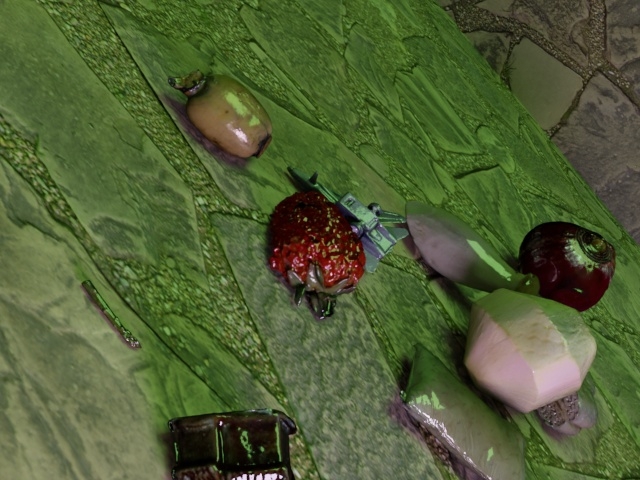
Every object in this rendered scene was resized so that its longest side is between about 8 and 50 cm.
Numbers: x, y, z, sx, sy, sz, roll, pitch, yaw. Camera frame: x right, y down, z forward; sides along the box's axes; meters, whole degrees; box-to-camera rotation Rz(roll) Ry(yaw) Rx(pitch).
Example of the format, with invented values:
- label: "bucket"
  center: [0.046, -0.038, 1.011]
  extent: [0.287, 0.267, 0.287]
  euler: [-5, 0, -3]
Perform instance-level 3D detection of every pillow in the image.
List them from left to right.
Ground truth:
- label: "pillow"
  center: [0.257, 0.318, 1.358]
  extent: [0.302, 0.075, 0.185]
  euler: [43, 28, -10]

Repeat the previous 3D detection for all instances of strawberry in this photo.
- label: "strawberry"
  center: [0.000, 0.000, 1.374]
  extent: [0.188, 0.106, 0.286]
  euler: [25, 36, -36]

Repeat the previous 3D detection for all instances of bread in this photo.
- label: "bread"
  center: [0.511, 0.275, 1.719]
  extent: [0.183, 0.102, 0.337]
  euler: [21, 37, -44]

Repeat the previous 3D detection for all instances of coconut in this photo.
- label: "coconut"
  center: [0.400, 0.216, 1.532]
  extent: [0.259, 0.259, 0.259]
  euler: [33, 33, -24]

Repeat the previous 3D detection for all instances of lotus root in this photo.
- label: "lotus root"
  center: [-0.180, -0.241, 1.423]
  extent: [0.221, 0.118, 0.125]
  euler: [43, 13, -13]

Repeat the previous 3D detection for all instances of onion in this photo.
- label: "onion"
  center: [0.615, 0.074, 1.996]
  extent: [0.207, 0.216, 0.206]
  euler: [27, 50, -14]

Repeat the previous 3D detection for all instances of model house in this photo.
- label: "model house"
  center: [-0.097, 0.284, 0.935]
  extent: [0.165, 0.106, 0.152]
  euler: [-3, 61, -10]

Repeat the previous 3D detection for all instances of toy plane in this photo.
- label: "toy plane"
  center: [0.041, -0.066, 1.521]
  extent: [0.267, 0.088, 0.212]
  euler: [46, 53, 1]

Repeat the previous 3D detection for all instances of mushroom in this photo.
- label: "mushroom"
  center: [0.321, 0.031, 1.706]
  extent: [0.350, 0.128, 0.128]
  euler: [34, 27, 13]

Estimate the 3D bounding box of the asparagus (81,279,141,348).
- label: "asparagus"
  center: [-0.270, 0.097, 0.999]
  extent: [0.114, 0.014, 0.015]
  euler: [51, 47, 6]
